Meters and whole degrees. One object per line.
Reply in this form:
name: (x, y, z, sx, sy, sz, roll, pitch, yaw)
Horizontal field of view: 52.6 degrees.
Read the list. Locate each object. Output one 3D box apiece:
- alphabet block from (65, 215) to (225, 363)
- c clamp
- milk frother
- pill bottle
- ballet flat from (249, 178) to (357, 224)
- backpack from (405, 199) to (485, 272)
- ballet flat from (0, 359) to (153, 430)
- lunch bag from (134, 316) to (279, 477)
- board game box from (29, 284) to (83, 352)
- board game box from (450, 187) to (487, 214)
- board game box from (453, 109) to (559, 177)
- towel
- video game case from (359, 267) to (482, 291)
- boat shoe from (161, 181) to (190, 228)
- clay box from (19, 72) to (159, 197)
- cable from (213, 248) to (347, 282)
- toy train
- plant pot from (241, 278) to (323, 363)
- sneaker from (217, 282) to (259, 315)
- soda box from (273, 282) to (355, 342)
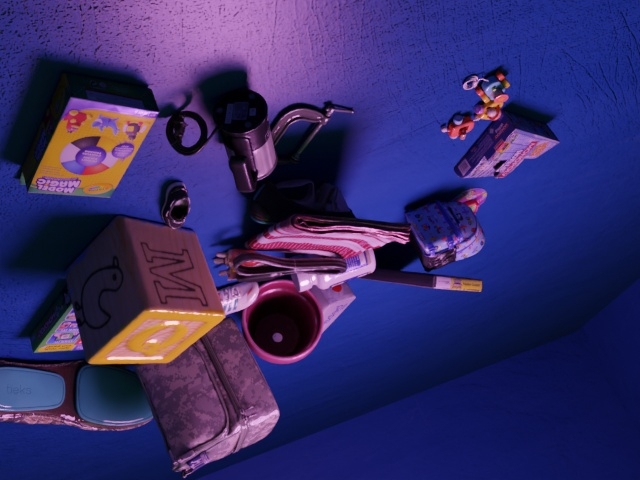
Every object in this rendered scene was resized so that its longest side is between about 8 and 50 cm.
alphabet block: (-0.324, 0.098, 1.196, 0.192, 0.197, 0.193, -41, 150, 27)
c clamp: (-0.033, -0.182, 1.136, 0.137, 0.022, 0.160, 5, 140, -46)
milk frother: (-0.152, -0.155, 1.022, 0.143, 0.129, 0.135, 17, 155, 12)
pill bottle: (0.024, 0.051, 1.515, 0.186, 0.112, 0.112, -18, 153, -14)
ballet flat: (-0.011, -0.068, 1.285, 0.280, 0.095, 0.096, 6, 107, -43)
backpack: (0.307, -0.026, 1.567, 0.173, 0.158, 0.117, -19, 146, -1)
ballet flat: (-0.614, 0.361, 1.513, 0.182, 0.164, 0.482, -17, 156, 35)
lunch bag: (-0.273, 0.367, 1.523, 0.256, 0.305, 0.212, -19, 156, -26)
board game box: (-0.427, 0.164, 1.399, 0.317, 0.046, 0.213, 5, 140, -46)
board game box: (0.365, -0.070, 1.681, 0.168, 0.033, 0.133, -39, 151, 27)
board game box: (0.433, -0.206, 1.461, 0.194, 0.060, 0.194, -7, 148, -32)
towel: (0.000, 0.000, 1.277, 0.237, 0.037, 0.329, 5, 170, -21)
video game case: (0.247, 0.099, 1.706, 0.274, 0.035, 0.248, 5, 178, 41)
boat shoe: (-0.256, -0.053, 1.159, 0.046, 0.038, 0.125, -11, 150, -27)
clay box: (-0.336, -0.132, 0.926, 0.127, 0.053, 0.222, 1, 143, -42)
cable: (-0.083, 0.040, 1.385, 0.287, 0.072, 0.139, -7, 157, -9)
toy train: (0.313, -0.257, 1.275, 0.125, 0.046, 0.166, -19, 153, -14)
plant pot: (-0.102, 0.219, 1.628, 0.201, 0.201, 0.180, -17, 162, -16)
sneaker: (-0.221, 0.138, 1.518, 0.161, 0.057, 0.075, -26, 158, 6)
soda box: (-0.027, 0.203, 1.761, 0.098, 0.091, 0.286, -11, 151, -41)
